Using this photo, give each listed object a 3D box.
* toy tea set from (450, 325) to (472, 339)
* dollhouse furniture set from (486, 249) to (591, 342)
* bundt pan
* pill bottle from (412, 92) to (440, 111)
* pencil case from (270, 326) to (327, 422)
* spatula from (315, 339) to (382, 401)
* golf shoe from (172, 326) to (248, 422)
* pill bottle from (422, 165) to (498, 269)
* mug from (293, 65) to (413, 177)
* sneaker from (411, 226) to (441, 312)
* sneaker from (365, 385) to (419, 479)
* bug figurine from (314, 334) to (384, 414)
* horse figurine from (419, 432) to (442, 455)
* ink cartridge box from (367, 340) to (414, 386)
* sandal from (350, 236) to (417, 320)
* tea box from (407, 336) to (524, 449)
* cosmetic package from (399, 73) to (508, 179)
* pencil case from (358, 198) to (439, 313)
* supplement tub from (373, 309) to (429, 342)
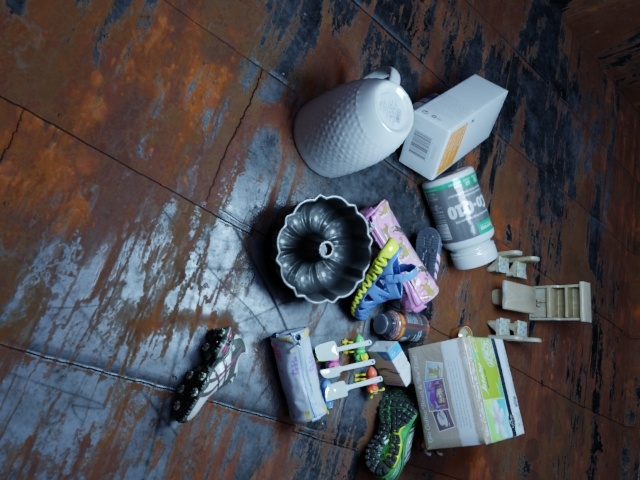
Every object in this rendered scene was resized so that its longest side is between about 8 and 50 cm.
[{"bbox_3d":[0.612,0.484,2.064,0.336,0.124,0.200,50,57,-21],"label":"toy tea set"},{"bbox_3d":[0.923,0.249,2.261,0.394,0.256,0.362,13,75,-36],"label":"dollhouse furniture set"},{"bbox_3d":[-0.011,0.023,1.629,0.331,0.124,0.331,-2,95,-29],"label":"bundt pan"},{"bbox_3d":[0.405,-0.505,2.085,0.169,0.094,0.094,-36,105,-36],"label":"pill bottle"},{"bbox_3d":[-0.060,0.388,1.560,0.113,0.124,0.273,-14,92,-39],"label":"pencil case"},{"bbox_3d":[0.092,0.387,1.650,0.242,0.019,0.168,-3,71,-39],"label":"spatula"},{"bbox_3d":[-0.282,0.364,1.408,0.120,0.105,0.273,46,58,-31],"label":"golf shoe"},{"bbox_3d":[0.542,-0.085,2.052,0.204,0.204,0.361,-27,99,-37],"label":"pill bottle"},{"bbox_3d":[0.135,-0.407,1.710,0.276,0.328,0.374,37,62,-28],"label":"mug"},{"bbox_3d":[0.389,0.120,1.971,0.131,0.112,0.319,35,71,-63],"label":"sneaker"},{"bbox_3d":[0.251,0.637,1.780,0.343,0.134,0.146,-56,141,-34],"label":"sneaker"},{"bbox_3d":[0.087,0.419,1.701,0.279,0.072,0.216,-5,86,-38],"label":"bug figurine"},{"bbox_3d":[0.427,0.658,1.932,0.174,0.066,0.263,38,62,-33],"label":"horse figurine"},{"bbox_3d":[0.247,0.429,1.802,0.060,0.104,0.180,-38,105,-36],"label":"ink cartridge box"},{"bbox_3d":[0.201,0.149,1.701,0.138,0.317,0.126,31,35,7],"label":"sandal"},{"bbox_3d":[0.491,0.508,1.796,0.323,0.220,0.329,13,62,-48],"label":"tea box"},{"bbox_3d":[0.513,-0.442,2.051,0.161,0.230,0.453,36,51,23],"label":"cosmetic package"},{"bbox_3d":[0.251,0.055,1.804,0.167,0.160,0.386,-36,97,-33],"label":"pencil case"},{"bbox_3d":[0.277,0.296,1.848,0.198,0.106,0.106,13,75,-36],"label":"supplement tub"}]
